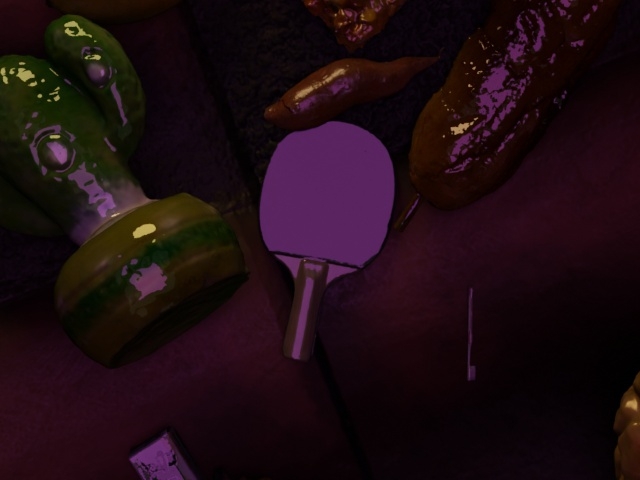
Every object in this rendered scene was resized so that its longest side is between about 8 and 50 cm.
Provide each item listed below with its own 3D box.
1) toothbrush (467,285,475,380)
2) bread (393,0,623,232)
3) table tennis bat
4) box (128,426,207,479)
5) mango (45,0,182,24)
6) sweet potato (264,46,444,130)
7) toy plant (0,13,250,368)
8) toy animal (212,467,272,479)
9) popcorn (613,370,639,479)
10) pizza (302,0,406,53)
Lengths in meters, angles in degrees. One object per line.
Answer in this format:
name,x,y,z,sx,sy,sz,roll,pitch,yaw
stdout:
toothbrush,0.154,0.095,1.654,0.008,0.006,0.097,-1,94,-12
bread,0.180,-0.147,1.604,0.124,0.084,0.344,35,91,-4
table tennis bat,0.000,0.000,1.634,0.138,0.022,0.247,10,91,-4
box,-0.118,0.286,1.633,0.050,0.041,0.207,-32,94,2
mango,-0.183,-0.274,1.575,0.191,0.085,0.122,-12,91,-2
sweet potato,0.035,-0.156,1.614,0.194,0.056,0.056,-18,94,-8
toy plant,-0.225,-0.046,1.560,0.224,0.184,0.316,-36,81,20
toy animal,0.045,0.299,1.586,0.312,0.157,0.097,9,92,-5
popcorn,0.421,0.227,1.583,0.264,0.225,0.332,-3,115,8
pizza,0.040,-0.256,1.608,0.175,0.046,0.134,-8,93,-3
